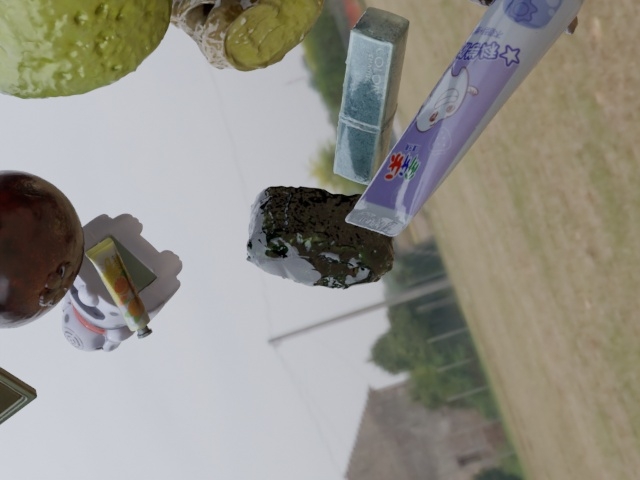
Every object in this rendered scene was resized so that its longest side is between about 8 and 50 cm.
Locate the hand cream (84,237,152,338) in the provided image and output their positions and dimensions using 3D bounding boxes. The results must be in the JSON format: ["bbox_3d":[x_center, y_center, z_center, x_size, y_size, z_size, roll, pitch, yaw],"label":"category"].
[{"bbox_3d":[-0.193,0.049,1.059,0.035,0.022,0.102,-37,-71,-40],"label":"hand cream"}]

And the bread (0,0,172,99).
[{"bbox_3d":[-0.340,-0.357,1.320,0.348,0.348,0.308,-104,7,-50],"label":"bread"}]

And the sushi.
[{"bbox_3d":[0.000,0.000,1.633,0.124,0.225,0.127,118,156,-56],"label":"sushi"}]

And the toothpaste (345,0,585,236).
[{"bbox_3d":[0.161,-0.155,1.110,0.080,0.371,0.125,38,174,-23],"label":"toothpaste"}]

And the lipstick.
[{"bbox_3d":[0.074,-0.210,1.625,0.076,0.077,0.290,-56,-17,-37],"label":"lipstick"}]

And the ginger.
[{"bbox_3d":[-0.097,-0.371,1.603,0.130,0.275,0.221,77,169,-57],"label":"ginger"}]

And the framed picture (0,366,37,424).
[{"bbox_3d":[-0.504,0.180,1.315,0.265,0.192,0.018,46,-170,-41],"label":"framed picture"}]

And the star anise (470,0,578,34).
[{"bbox_3d":[0.315,-0.405,1.719,0.262,0.081,0.230,48,149,21],"label":"star anise"}]

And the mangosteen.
[{"bbox_3d":[-0.440,-0.003,1.433,0.257,0.215,0.215,28,173,14],"label":"mangosteen"}]

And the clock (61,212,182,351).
[{"bbox_3d":[-0.351,0.097,1.807,0.254,0.189,0.189,-55,44,52],"label":"clock"}]
